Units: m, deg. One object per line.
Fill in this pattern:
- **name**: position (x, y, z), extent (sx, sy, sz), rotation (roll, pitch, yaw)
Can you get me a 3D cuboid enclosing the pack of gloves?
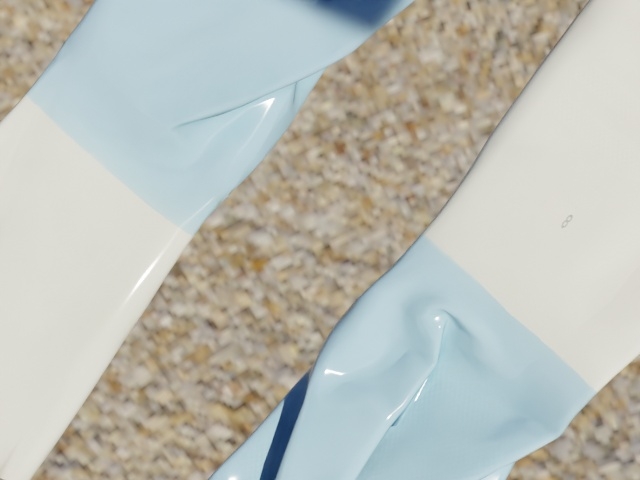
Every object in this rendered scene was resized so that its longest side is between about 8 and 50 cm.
- **pack of gloves**: position (0.000, 0.000, 0.519), extent (0.195, 0.046, 0.232), rotation (42, 98, 8)
